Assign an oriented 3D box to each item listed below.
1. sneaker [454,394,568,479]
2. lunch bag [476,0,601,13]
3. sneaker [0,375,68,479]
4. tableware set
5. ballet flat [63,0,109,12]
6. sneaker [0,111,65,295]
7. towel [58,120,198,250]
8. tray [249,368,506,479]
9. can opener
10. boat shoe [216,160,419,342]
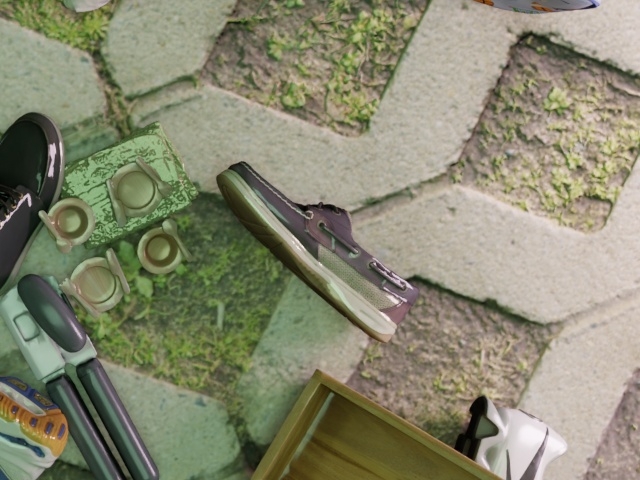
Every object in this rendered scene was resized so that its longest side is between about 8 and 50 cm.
[{"bbox_3d":[0.204,0.366,1.811,0.146,0.122,0.331,21,90,-10],"label":"sneaker"},{"bbox_3d":[0.183,-0.343,1.696,0.303,0.243,0.115,16,91,-11],"label":"lunch bag"},{"bbox_3d":[-0.431,0.177,1.684,0.296,0.112,0.131,39,108,0],"label":"sneaker"},{"bbox_3d":[-0.232,-0.003,1.722,0.168,0.020,0.141,-30,106,-12],"label":"tableware set"},{"bbox_3d":[-0.291,-0.314,1.691,0.280,0.095,0.096,20,100,-1],"label":"ballet flat"},{"bbox_3d":[-0.354,-0.040,1.667,0.083,0.118,0.222,19,90,11],"label":"sneaker"},{"bbox_3d":[-0.225,-0.062,1.747,0.148,0.027,0.110,-27,99,-9],"label":"towel"},{"bbox_3d":[0.121,0.337,1.719,0.411,0.076,0.203,29,85,20],"label":"tray"},{"bbox_3d":[-0.275,0.169,1.717,0.076,0.095,0.283,-29,92,-7],"label":"can opener"},{"bbox_3d":[0.000,0.000,1.762,0.285,0.103,0.092,44,80,-14],"label":"boat shoe"}]
